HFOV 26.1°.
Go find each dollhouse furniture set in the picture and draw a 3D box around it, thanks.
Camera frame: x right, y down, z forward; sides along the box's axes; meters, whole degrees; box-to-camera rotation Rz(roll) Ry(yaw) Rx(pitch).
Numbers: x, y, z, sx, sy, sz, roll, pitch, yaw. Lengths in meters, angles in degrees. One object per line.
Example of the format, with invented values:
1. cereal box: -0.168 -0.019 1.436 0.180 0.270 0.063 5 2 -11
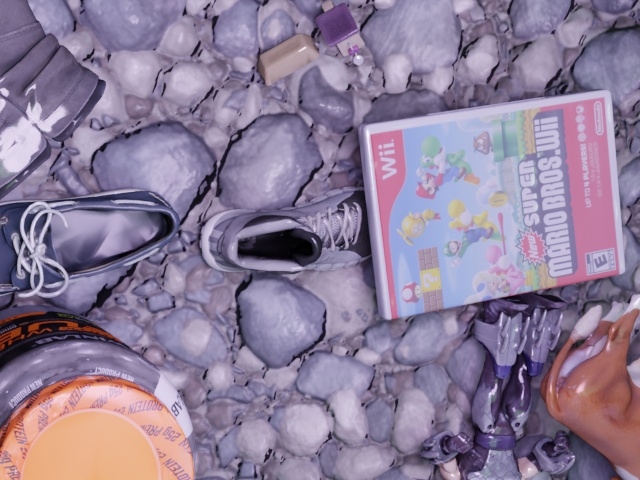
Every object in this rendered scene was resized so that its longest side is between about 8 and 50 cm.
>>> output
1. dollhouse furniture set: -0.012 -0.205 1.458 0.114 0.091 0.081 -29 148 7

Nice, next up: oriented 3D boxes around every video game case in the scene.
1. video game case: 0.185 -0.041 1.451 0.285 0.025 0.204 -10 100 -18

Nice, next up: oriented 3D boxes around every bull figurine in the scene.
1. bull figurine: 0.357 0.189 1.529 0.310 0.101 0.188 40 73 -39

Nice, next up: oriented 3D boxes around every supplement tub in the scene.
1. supplement tub: -0.235 0.177 1.239 0.207 0.338 0.207 -2 95 -21

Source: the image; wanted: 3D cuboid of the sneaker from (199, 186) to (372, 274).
1. sneaker: 0.000 0.000 1.417 0.229 0.132 0.086 -11 99 -19

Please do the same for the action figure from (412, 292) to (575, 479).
1. action figure: 0.198 0.198 1.532 0.185 0.099 0.285 4 99 -33

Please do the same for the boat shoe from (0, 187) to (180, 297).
1. boat shoe: -0.262 0.006 1.350 0.254 0.079 0.095 -9 99 -19

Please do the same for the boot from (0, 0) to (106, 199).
1. boot: -0.378 -0.109 1.282 0.338 0.118 0.222 -38 112 -8
